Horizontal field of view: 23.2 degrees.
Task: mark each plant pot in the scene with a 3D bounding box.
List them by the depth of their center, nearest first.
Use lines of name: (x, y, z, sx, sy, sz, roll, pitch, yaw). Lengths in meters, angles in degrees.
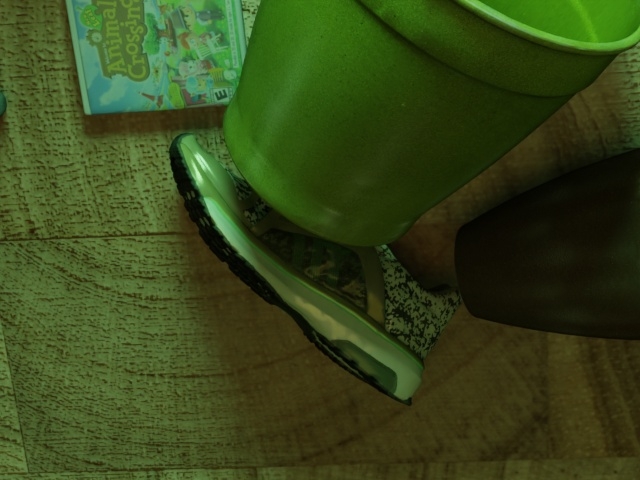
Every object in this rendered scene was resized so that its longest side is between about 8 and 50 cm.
plant pot: (0.081, -0.190, 1.580, 0.366, 0.366, 0.353, 28, 126, -10)
plant pot: (0.275, 0.020, 1.740, 0.230, 0.215, 0.215, -10, 116, 24)

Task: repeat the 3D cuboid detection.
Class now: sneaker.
sneaker: (0.000, 0.000, 1.797, 0.410, 0.158, 0.182, 43, 80, -14)

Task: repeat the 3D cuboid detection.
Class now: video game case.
video game case: (-0.182, -0.245, 1.724, 0.193, 0.023, 0.212, -3, 116, 5)

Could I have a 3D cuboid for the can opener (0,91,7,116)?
can opener: (-0.501, -0.135, 1.757, 0.283, 0.095, 0.076, -11, 115, 9)
